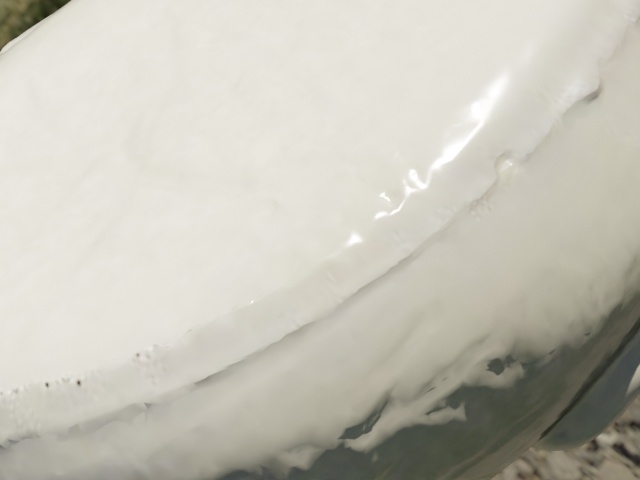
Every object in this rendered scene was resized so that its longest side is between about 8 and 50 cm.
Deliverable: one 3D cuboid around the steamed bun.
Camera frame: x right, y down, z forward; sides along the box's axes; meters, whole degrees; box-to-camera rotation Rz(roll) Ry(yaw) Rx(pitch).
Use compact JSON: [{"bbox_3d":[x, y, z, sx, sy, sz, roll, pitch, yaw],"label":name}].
[{"bbox_3d":[0.000,0.000,0.466,0.228,0.131,0.177,-37,39,-8],"label":"steamed bun"}]
